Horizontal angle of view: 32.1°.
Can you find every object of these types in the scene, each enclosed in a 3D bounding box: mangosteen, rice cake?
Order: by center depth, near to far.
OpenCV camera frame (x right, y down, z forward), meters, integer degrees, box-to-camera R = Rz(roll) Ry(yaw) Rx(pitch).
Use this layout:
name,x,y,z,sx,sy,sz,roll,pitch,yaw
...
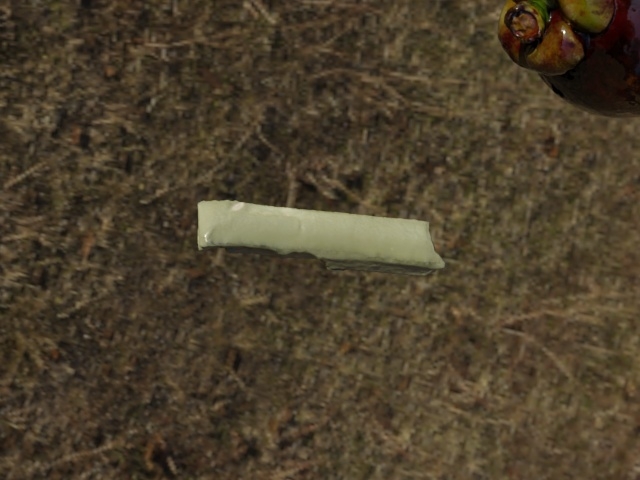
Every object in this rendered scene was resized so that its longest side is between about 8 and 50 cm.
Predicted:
name,x,y,z,sx,sy,sz,roll,pitch,yaw
mangosteen,0.157,-0.127,0.608,0.140,0.140,0.140,-15,110,-47
rice cake,0.000,0.000,1.136,0.052,0.256,0.057,106,-16,-45
